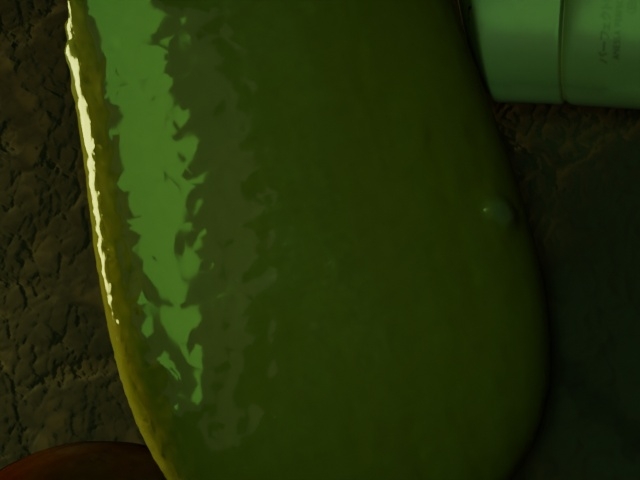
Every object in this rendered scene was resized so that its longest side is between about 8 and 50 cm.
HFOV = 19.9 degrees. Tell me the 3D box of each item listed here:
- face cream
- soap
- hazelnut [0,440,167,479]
[{"bbox_3d":[0.259,-0.171,1.253,0.348,0.081,0.174,3,81,19],"label":"face cream"},{"bbox_3d":[-0.001,0.000,1.231,0.306,0.115,0.427,-12,88,-22],"label":"soap"},{"bbox_3d":[-0.163,0.237,1.272,0.186,0.210,0.210,-10,75,40],"label":"hazelnut"}]
